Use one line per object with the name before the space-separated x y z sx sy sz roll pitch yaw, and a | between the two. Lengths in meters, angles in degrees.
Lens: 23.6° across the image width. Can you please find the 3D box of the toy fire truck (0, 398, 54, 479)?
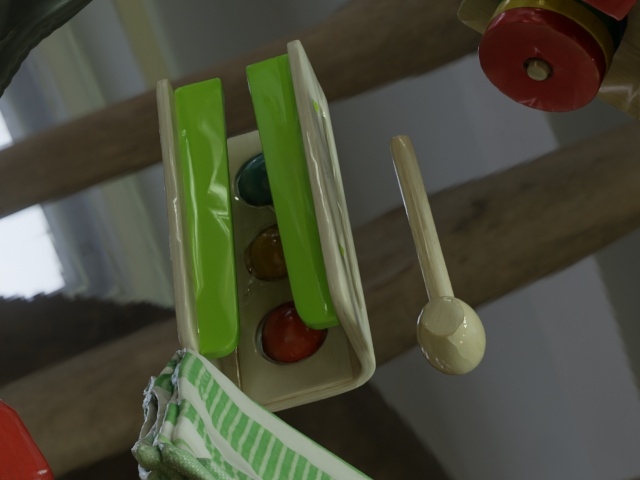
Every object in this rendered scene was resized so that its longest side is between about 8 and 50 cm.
toy fire truck | -0.175 0.200 0.500 0.169 0.302 0.254 56 -32 7

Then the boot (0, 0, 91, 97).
boot | -0.304 -0.165 0.978 0.284 0.377 0.138 21 -29 46

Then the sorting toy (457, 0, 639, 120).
sorting toy | 0.237 -0.140 1.012 0.257 0.089 0.255 28 -30 -3

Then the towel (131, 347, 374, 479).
towel | 0.017 0.144 0.729 0.248 0.038 0.325 36 -1 -6

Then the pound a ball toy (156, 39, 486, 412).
pound a ball toy | 0.000 0.000 1.165 0.136 0.208 0.319 66 10 -51
